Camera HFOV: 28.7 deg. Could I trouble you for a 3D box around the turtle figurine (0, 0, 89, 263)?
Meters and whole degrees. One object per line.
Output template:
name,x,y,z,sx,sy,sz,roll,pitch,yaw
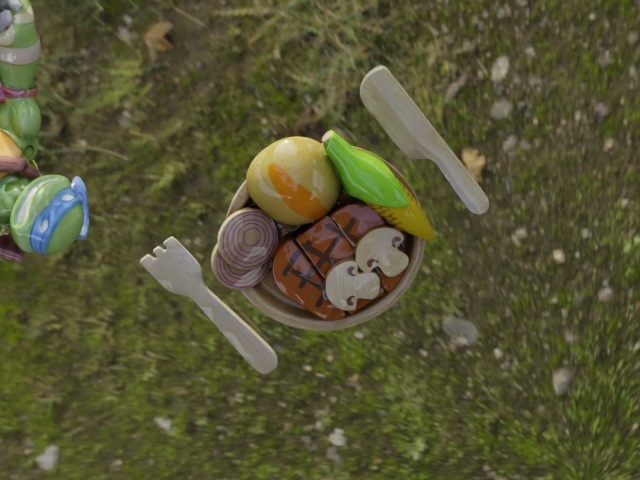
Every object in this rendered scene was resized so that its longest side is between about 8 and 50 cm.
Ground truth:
turtle figurine,-0.282,-0.093,0.796,0.266,0.275,0.198,26,100,20

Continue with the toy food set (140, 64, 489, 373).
toy food set,0.000,0.000,0.752,0.192,0.038,0.132,-39,110,12
